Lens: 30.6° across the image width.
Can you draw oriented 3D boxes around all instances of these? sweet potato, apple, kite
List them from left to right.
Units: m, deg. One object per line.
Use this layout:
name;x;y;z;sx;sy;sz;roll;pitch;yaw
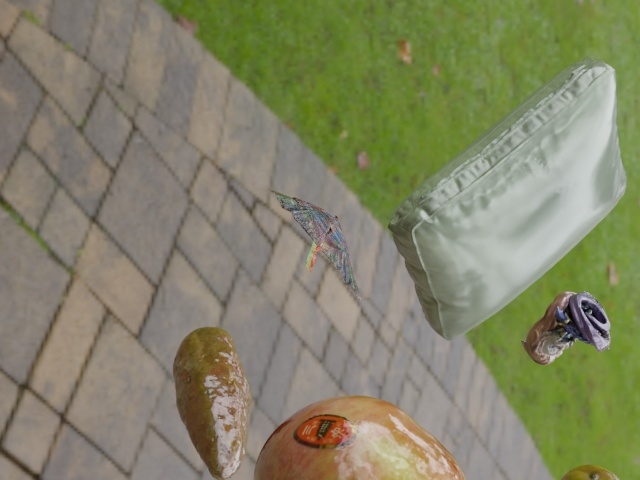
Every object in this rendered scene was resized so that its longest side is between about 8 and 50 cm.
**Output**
sweet potato;-0.131;0.206;1.464;0.252;0.097;0.097;-108;175;-52
kite;0.000;0.000;1.537;0.190;0.010;0.159;51;26;-7
apple;0.036;0.233;1.070;0.164;0.209;0.209;-34;125;-19

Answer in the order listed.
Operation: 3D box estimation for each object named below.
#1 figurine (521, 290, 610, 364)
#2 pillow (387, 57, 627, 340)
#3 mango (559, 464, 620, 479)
figurine;0.411;0.144;1.965;0.126;0.157;0.114;9;67;-42
pillow;0.233;-0.046;1.392;0.322;0.120;0.255;-40;141;-12
mango;0.347;0.378;1.460;0.092;0.130;0.195;-9;103;-30
